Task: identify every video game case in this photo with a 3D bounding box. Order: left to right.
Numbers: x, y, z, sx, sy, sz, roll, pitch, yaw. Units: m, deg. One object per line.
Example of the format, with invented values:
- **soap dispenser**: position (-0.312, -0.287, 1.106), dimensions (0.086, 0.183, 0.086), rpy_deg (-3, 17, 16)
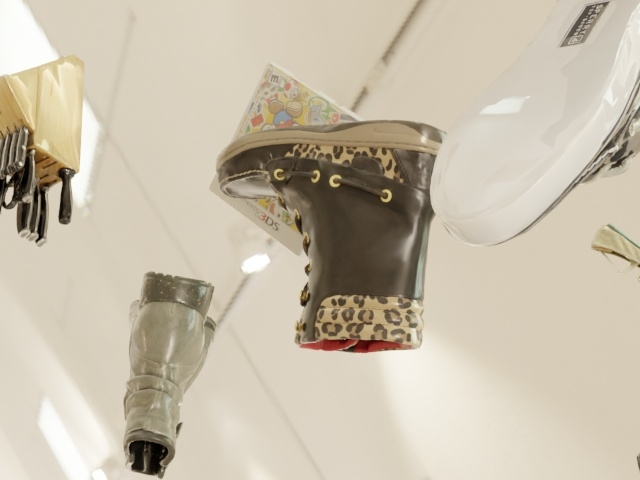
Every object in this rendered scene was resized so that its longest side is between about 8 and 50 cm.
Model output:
- **video game case**: position (-0.051, -0.124, 1.799), dimensions (0.206, 0.026, 0.227), rpy_deg (36, -72, 28)

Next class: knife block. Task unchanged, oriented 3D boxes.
- **knife block**: position (-0.404, -0.131, 1.757), dimensions (0.088, 0.275, 0.242), rpy_deg (-21, -80, 25)

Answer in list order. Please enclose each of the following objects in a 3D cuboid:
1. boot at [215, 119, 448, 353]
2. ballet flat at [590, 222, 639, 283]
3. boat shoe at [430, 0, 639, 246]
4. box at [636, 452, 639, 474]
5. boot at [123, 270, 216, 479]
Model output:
- **boot**: position (0.000, 0.000, 1.560), dimensions (0.377, 0.138, 0.284), rpy_deg (-3, -103, 36)
- **ballet flat**: position (0.465, 0.038, 1.731), dimensions (0.168, 0.052, 0.057), rpy_deg (38, 1, 33)
- **boat shoe**: position (0.178, -0.087, 0.806), dimensions (0.108, 0.301, 0.102), rpy_deg (-2, -49, 41)
- **box**: position (0.361, 0.200, 0.807), dimensions (0.247, 0.142, 0.164), rpy_deg (-15, -104, 24)
- **boot**: position (-0.146, 0.133, 1.060), dimensions (0.246, 0.083, 0.161), rpy_deg (109, -9, -72)
